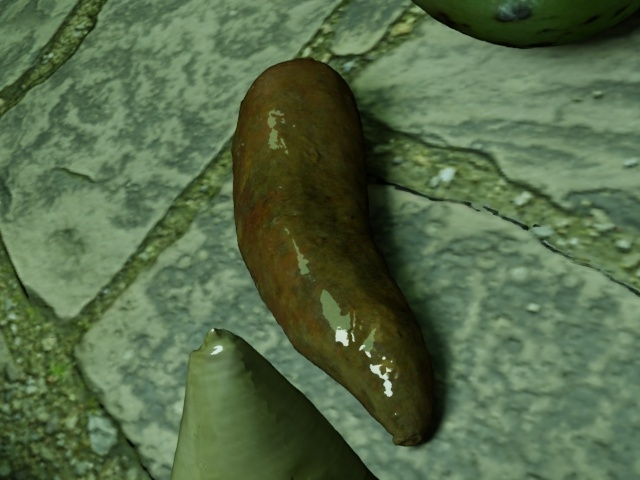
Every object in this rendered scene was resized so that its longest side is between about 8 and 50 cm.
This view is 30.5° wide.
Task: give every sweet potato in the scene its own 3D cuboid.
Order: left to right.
[{"bbox_3d":[-0.001,0.001,0.726,0.097,0.097,0.292,-26,53,17],"label":"sweet potato"}]

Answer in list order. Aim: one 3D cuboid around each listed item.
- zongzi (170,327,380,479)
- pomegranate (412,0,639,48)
[{"bbox_3d":[-0.067,0.157,0.486,0.273,0.300,0.145,-14,35,29],"label":"zongzi"},{"bbox_3d":[0.177,-0.234,0.701,0.305,0.242,0.242,0,54,12],"label":"pomegranate"}]
